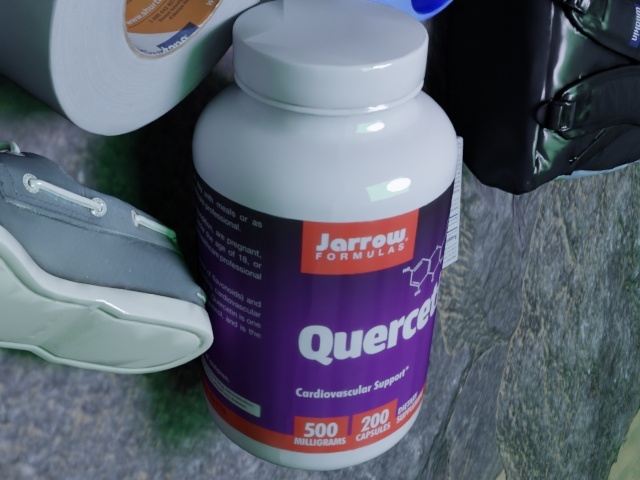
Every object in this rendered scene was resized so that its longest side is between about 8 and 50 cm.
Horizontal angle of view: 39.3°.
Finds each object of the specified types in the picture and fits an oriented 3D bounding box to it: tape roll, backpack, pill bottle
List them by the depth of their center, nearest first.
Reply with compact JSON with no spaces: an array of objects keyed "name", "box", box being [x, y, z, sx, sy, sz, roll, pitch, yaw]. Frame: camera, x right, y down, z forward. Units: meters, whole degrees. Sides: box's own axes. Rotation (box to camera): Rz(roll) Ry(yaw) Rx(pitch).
[{"name":"tape roll","box":[-0.100,-0.171,0.506,0.219,0.072,0.219,-52,168,-15]},{"name":"pill bottle","box":[0.000,0.000,0.653,0.181,0.182,0.322,-37,140,-43]},{"name":"backpack","box":[0.295,-0.208,1.014,0.356,0.273,0.290,-6,105,-31]}]

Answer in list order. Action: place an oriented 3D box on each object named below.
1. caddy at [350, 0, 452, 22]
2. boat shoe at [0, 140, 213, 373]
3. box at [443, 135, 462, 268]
[{"name":"caddy","box":[0.064,-0.331,0.647,0.241,0.179,0.341,10,100,-56]},{"name":"boat shoe","box":[-0.189,-0.001,0.526,0.319,0.116,0.099,29,41,-50]},{"name":"box","box":[0.081,-0.031,0.897,0.126,0.072,0.137,-24,120,-50]}]
